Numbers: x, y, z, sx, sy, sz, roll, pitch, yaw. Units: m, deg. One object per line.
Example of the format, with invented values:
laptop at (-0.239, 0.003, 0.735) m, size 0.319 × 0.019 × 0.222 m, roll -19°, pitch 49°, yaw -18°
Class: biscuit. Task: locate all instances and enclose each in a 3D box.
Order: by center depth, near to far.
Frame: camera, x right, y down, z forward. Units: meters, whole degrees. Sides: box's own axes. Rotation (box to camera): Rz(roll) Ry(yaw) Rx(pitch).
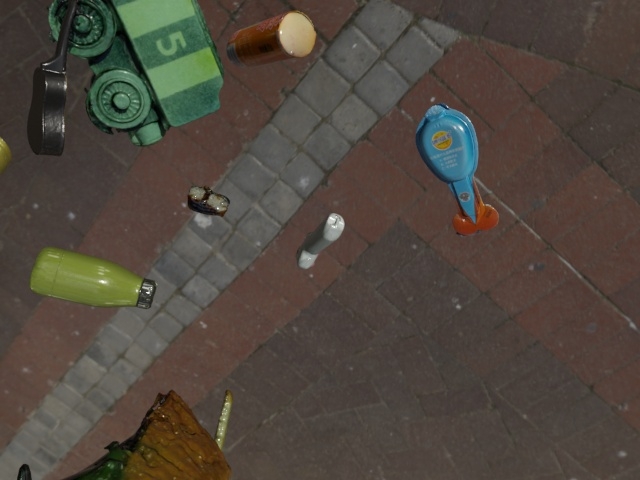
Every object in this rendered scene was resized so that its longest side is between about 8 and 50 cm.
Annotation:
biscuit at (-0.126, 0.287, 0.591) m, size 0.016 × 0.231 × 0.139 m, roll 12°, pitch 156°, yaw -6°

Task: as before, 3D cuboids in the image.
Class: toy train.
toy train at (-0.299, -0.316, 0.898) m, size 0.238 × 0.167 × 0.299 m, roll -24°, pitch 120°, yaw -10°

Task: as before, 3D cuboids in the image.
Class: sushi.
sushi at (-0.164, 0.225, 0.396) m, size 0.140 × 0.287 × 0.149 m, roll 14°, pitch 144°, yaw 12°
sushi at (-0.218, -0.073, 1.049) m, size 0.083 × 0.046 × 0.044 m, roll 17°, pitch 143°, yaw -2°

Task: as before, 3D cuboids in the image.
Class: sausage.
sausage at (-0.100, -0.334, 0.932) m, size 0.234 × 0.071 × 0.071 m, roll 15°, pitch 131°, yaw 54°

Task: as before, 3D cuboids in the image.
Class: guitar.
guitar at (-0.354, -0.246, 0.738) m, size 0.084 × 0.038 × 0.271 m, roll 37°, pitch 115°, yaw 40°

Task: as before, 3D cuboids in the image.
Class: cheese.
cheese at (0.246, -0.124, 0.987) m, size 0.106 × 0.037 × 0.256 m, roll -15°, pitch 108°, yaw 31°

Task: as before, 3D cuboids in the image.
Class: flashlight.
flashlight at (0.000, 0.000, 1.202) m, size 0.048 × 0.093 × 0.200 m, roll 25°, pitch 149°, yaw -13°

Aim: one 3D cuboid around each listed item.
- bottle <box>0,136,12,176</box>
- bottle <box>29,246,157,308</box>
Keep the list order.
bottle at (-0.788, -0.084, 1.103) m, size 0.172 × 0.351 × 0.171 m, roll 7°, pitch 144°, yaw 5°
bottle at (-0.510, 0.096, 1.248) m, size 0.260 × 0.112 × 0.112 m, roll 16°, pitch 122°, yaw -16°
